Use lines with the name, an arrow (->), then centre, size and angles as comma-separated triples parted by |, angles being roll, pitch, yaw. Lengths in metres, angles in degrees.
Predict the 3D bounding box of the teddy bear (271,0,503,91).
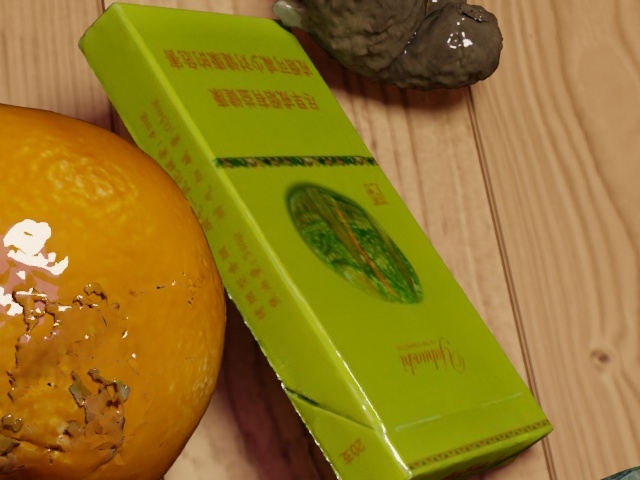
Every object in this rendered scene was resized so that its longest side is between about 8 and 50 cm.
teddy bear -> 0.039, -0.206, 1.159 | 0.140, 0.177, 0.190 | -13, 48, 18

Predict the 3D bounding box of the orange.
orange -> -0.173, 0.043, 0.930 | 0.246, 0.246, 0.246 | 5, 63, -10

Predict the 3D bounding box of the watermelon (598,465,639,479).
watermelon -> 0.160, 0.270, 0.979 | 0.226, 0.148, 0.318 | 49, 49, -7

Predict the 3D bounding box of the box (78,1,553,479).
box -> 0.000, 0.000, 1.043 | 0.187, 0.047, 0.335 | -4, 57, -58
